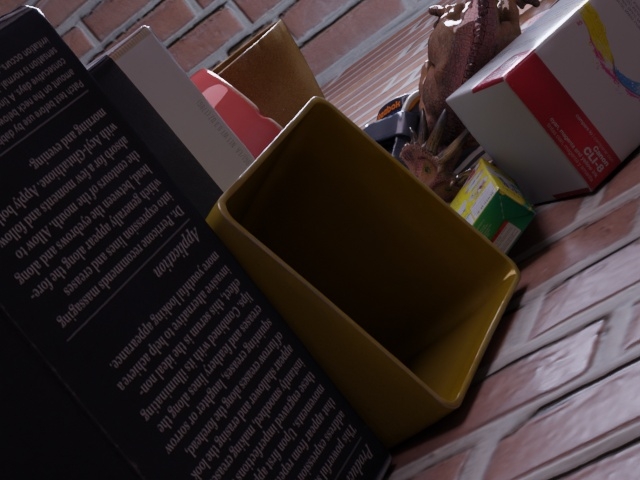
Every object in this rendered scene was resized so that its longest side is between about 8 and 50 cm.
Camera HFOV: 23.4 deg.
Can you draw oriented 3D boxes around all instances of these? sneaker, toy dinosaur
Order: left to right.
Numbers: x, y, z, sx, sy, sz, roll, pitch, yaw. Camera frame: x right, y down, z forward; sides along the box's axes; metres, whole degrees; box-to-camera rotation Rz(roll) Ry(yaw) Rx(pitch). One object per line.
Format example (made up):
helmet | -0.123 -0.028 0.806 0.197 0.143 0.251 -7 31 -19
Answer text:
sneaker | 0.083 -0.069 1.613 0.126 0.127 0.321 -27 16 47
toy dinosaur | 0.137 -0.147 1.461 0.127 0.295 0.200 9 24 16

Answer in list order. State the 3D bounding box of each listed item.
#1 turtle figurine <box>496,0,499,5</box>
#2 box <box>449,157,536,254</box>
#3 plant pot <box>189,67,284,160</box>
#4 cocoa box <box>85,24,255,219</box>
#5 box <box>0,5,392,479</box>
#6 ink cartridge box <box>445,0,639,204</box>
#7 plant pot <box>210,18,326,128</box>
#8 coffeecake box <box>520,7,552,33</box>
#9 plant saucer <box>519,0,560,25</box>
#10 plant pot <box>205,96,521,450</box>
turtle figurine | 0.289 -0.327 1.844 0.217 0.087 0.269 -12 1 27
box | 0.129 -0.009 1.320 0.105 0.043 0.179 -55 8 11
plant pot | -0.132 -0.034 1.673 0.243 0.275 0.275 -50 9 -1
cocoa box | -0.171 0.034 1.388 0.231 0.347 0.228 -27 15 48
box | -0.202 0.105 1.011 0.293 0.395 0.212 -32 10 33
ink cartridge box | 0.230 -0.138 1.356 0.176 0.127 0.128 -42 8 -16
plant pot | -0.067 -0.111 1.985 0.237 0.254 0.237 -37 9 7
coffeecake box | 0.229 -0.197 1.837 0.185 0.068 0.142 -40 8 -15
plant saucer | 0.286 -0.296 2.229 0.168 0.029 0.168 -37 8 6
plant pot | -0.008 0.057 1.155 0.187 0.212 0.212 -47 3 33
